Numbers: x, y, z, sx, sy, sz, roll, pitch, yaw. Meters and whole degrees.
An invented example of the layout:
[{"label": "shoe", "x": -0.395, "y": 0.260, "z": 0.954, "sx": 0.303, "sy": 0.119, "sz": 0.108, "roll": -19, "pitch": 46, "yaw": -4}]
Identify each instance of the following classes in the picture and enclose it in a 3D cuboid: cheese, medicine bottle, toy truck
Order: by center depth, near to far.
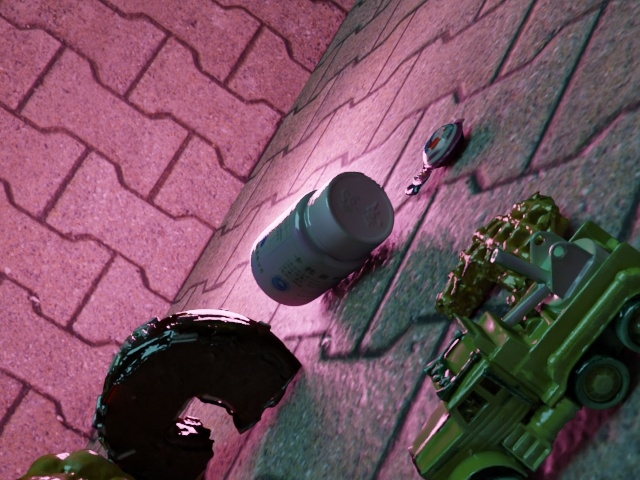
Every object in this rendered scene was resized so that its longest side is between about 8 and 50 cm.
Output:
[{"label": "toy truck", "x": 0.160, "y": 0.098, "z": 0.732, "sx": 0.260, "sy": 0.135, "sz": 0.128, "roll": -57, "pitch": 13, "yaw": 10}, {"label": "cheese", "x": 0.179, "y": -0.130, "z": 1.372, "sx": 0.145, "sy": 0.038, "sz": 0.095, "roll": -57, "pitch": 14, "yaw": -7}, {"label": "medicine bottle", "x": 0.000, "y": 0.000, "z": 1.448, "sx": 0.254, "sy": 0.152, "sz": 0.152, "roll": -39, "pitch": 21, "yaw": 51}]

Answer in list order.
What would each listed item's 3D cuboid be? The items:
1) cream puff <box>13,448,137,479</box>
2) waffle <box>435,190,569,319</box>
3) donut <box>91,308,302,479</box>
[{"label": "cream puff", "x": -0.267, "y": 0.420, "z": 1.113, "sx": 0.257, "sy": 0.324, "sz": 0.291, "roll": -8, "pitch": 48, "yaw": 30}, {"label": "waffle", "x": 0.194, "y": 0.024, "z": 0.955, "sx": 0.194, "sy": 0.051, "sz": 0.149, "roll": -33, "pitch": 25, "yaw": 56}, {"label": "donut", "x": -0.225, "y": 0.247, "z": 1.426, "sx": 0.345, "sy": 0.259, "sz": 0.136, "roll": -53, "pitch": 22, "yaw": 14}]
